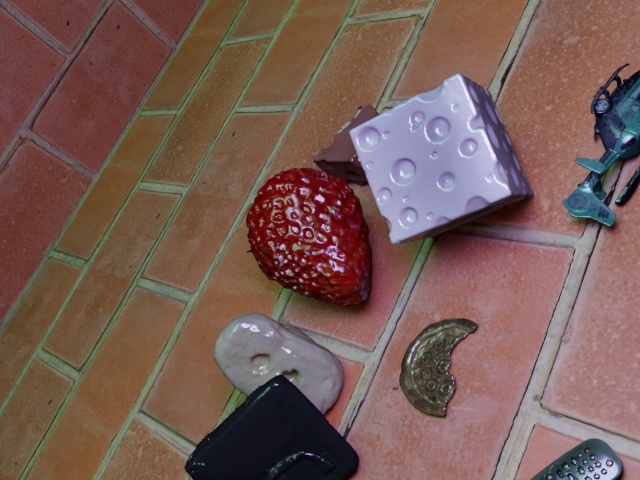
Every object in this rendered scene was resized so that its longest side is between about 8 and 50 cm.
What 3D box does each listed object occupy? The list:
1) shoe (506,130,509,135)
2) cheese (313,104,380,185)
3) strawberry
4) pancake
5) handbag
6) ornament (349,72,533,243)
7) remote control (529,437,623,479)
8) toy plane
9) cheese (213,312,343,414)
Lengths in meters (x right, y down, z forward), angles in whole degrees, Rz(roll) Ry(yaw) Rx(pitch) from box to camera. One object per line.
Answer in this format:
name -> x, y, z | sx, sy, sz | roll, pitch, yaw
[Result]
shoe -> 0.320, -0.185, 1.411 | 0.194, 0.074, 0.077 | -43, 36, 11
cheese -> 0.114, -0.203, 1.560 | 0.203, 0.128, 0.177 | -45, 41, 4
strawberry -> -0.002, -0.010, 1.422 | 0.309, 0.292, 0.292 | 15, 69, 19
pancake -> 0.227, 0.237, 1.212 | 0.184, 0.020, 0.191 | -29, 45, 21
handbag -> -0.093, 0.421, 1.229 | 0.275, 0.244, 0.088 | -44, -3, 4
ornament -> 0.241, -0.148, 1.255 | 0.239, 0.239, 0.240 | -24, 83, 26
remote control -> 0.354, 0.385, 0.972 | 0.222, 0.042, 0.072 | -41, 42, 8
toy plane -> 0.565, -0.196, 1.185 | 0.155, 0.106, 0.382 | 34, 80, 37
cheese -> -0.084, 0.263, 1.328 | 0.247, 0.251, 0.174 | 30, 82, 33
